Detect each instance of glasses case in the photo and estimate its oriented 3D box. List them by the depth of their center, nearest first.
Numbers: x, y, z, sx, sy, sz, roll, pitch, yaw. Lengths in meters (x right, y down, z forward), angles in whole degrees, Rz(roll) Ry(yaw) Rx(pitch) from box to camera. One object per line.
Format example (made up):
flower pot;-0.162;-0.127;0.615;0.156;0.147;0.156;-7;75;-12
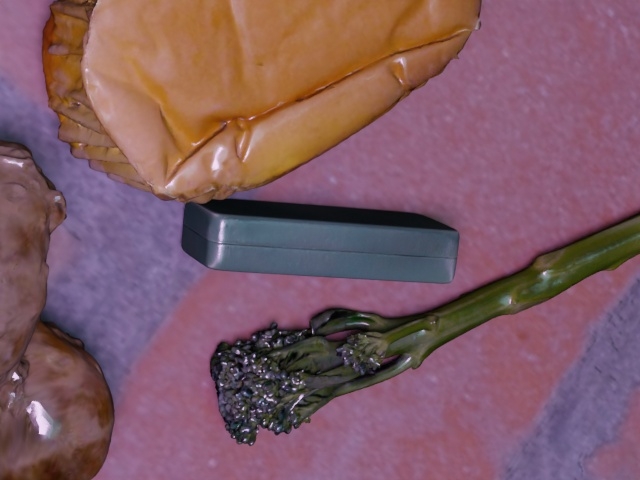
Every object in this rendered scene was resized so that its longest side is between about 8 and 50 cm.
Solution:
glasses case;0.000;0.000;1.243;0.184;0.078;0.039;4;100;-21

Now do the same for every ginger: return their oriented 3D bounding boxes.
ginger;-0.304;0.056;1.088;0.375;0.176;0.256;3;112;-21

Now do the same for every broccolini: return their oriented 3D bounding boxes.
broccolini;0.104;0.045;1.291;0.392;0.074;0.079;-24;112;-15

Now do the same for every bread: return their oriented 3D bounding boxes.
bread;-0.050;-0.151;1.166;0.288;0.156;0.204;-39;117;-14
